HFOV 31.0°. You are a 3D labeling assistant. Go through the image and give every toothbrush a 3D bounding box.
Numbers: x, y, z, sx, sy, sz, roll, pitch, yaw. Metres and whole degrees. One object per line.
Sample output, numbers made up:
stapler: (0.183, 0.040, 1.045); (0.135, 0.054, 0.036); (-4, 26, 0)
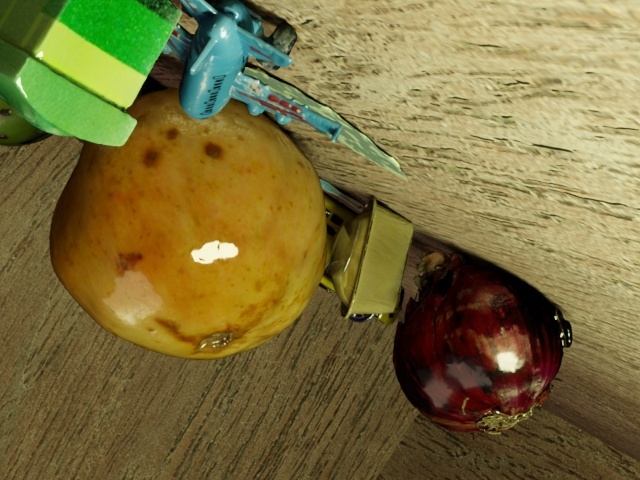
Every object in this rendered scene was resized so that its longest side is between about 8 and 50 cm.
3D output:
toothbrush: (0.010, -0.082, 1.776); (0.162, 0.014, 0.017); (34, -177, 38)

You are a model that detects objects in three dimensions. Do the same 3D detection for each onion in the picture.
onion: (0.215, 0.144, 1.541); (0.221, 0.281, 0.281); (-10, -175, -11)

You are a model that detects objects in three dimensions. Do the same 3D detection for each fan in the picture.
fan: (0.000, -0.136, 1.290); (0.240, 0.009, 0.131); (34, 175, 4)

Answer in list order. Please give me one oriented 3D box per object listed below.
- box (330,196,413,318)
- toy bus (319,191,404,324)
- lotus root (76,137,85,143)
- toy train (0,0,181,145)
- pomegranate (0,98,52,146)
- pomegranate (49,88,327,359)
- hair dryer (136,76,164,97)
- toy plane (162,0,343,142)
box: (0.067, 0.028, 1.643); (0.111, 0.177, 0.111); (14, 178, 0)
toy bus: (0.000, 0.000, 1.814); (0.331, 0.151, 0.145); (32, -176, 7)
lotus root: (-0.340, -0.235, 1.642); (0.199, 0.180, 0.188); (29, 174, -23)
toy train: (-0.215, -0.207, 0.842); (0.301, 0.202, 0.120); (30, 179, 36)
pomegranate: (-0.505, -0.244, 1.813); (0.291, 0.323, 0.291); (21, 166, 5)
pomegranate: (-0.173, -0.042, 1.570); (0.410, 0.410, 0.410); (33, 176, 3)
hair dryer: (-0.340, -0.273, 2.022); (0.219, 0.071, 0.124); (41, 179, 32)
toy plane: (-0.090, -0.164, 1.022); (0.254, 0.105, 0.271); (35, 177, -4)
